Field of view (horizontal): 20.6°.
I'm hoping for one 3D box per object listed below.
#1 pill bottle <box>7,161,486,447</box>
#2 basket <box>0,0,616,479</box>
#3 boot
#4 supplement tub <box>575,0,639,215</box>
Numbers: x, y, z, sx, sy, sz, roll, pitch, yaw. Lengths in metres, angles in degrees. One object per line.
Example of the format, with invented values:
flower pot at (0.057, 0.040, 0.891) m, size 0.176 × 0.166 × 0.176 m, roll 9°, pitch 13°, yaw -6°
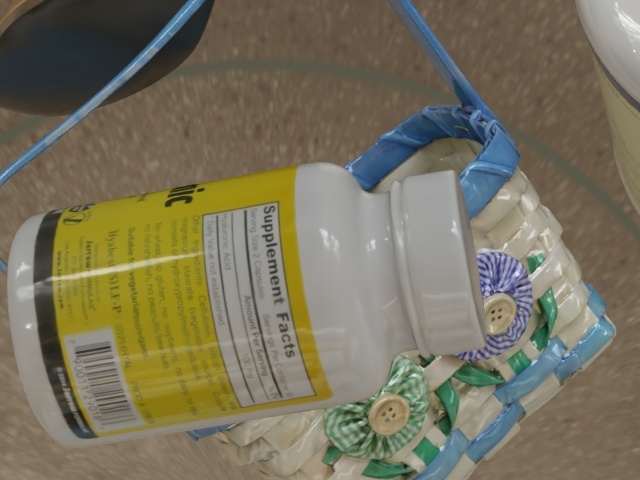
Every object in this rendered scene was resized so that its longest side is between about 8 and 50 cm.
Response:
pill bottle at (-0.017, 0.015, 0.464) m, size 0.116 × 0.065 × 0.065 m, roll -9°, pitch 80°, yaw 8°
basket at (0.000, 0.000, 0.939) m, size 0.255 × 0.201 × 0.289 m, roll -45°, pitch 100°, yaw -4°
boot at (-0.119, -0.184, 1.067) m, size 0.112 × 0.305 × 0.115 m, roll 9°, pitch 55°, yaw -34°
supplement tub at (0.288, -0.106, 1.082) m, size 0.235 × 0.325 × 0.235 m, roll -6°, pitch 66°, yaw 13°
